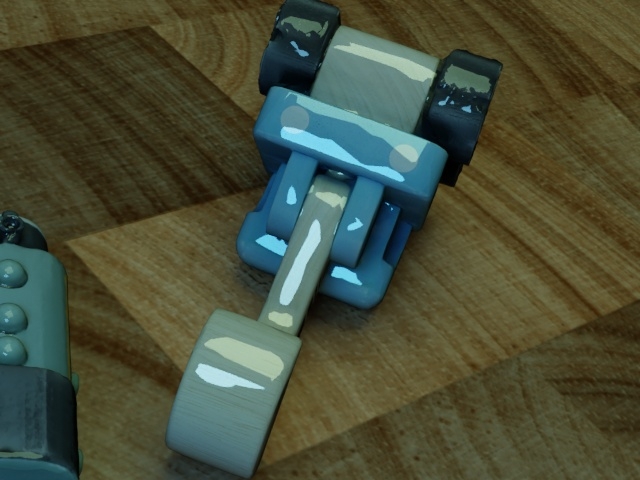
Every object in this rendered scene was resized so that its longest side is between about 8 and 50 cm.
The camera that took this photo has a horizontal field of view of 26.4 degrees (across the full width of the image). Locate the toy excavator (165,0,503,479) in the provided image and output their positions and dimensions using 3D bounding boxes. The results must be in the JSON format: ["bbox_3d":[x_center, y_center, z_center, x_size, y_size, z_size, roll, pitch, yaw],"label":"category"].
[{"bbox_3d":[0.000,0.000,1.299,0.222,0.445,0.433,19,-6,4],"label":"toy excavator"}]

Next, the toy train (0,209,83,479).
[{"bbox_3d":[-0.242,0.126,1.025,0.142,0.190,0.334,7,37,-16],"label":"toy train"}]
